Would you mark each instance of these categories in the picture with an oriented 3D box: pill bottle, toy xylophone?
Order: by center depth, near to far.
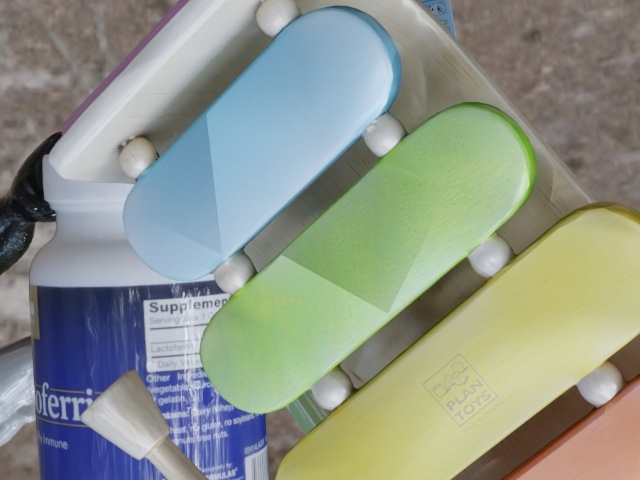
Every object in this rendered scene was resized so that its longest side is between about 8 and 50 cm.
[{"bbox_3d":[0.038,0.067,0.461,0.236,0.322,0.081,-51,172,23],"label":"toy xylophone"},{"bbox_3d":[-0.114,0.071,0.907,0.153,0.265,0.153,-3,-177,0],"label":"pill bottle"}]

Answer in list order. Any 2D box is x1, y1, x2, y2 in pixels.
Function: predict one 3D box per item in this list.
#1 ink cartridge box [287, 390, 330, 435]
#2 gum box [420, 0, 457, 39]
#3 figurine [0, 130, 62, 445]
[{"bbox_3d":[0.082,0.097,1.165,0.235,0.171,0.056,-25,134,-15],"label":"ink cartridge box"},{"bbox_3d":[0.119,-0.166,1.335,0.041,0.184,0.157,-11,148,6],"label":"gum box"},{"bbox_3d":[-0.249,0.043,1.169,0.209,0.215,0.092,-34,159,36],"label":"figurine"}]
